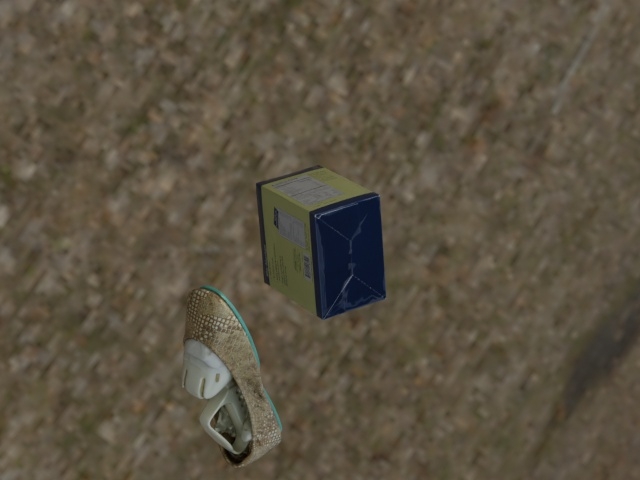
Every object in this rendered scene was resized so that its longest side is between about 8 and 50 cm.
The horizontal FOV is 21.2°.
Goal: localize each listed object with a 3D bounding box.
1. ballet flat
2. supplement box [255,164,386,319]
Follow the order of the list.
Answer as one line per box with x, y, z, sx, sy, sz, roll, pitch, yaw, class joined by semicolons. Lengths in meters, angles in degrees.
-0.087;0.133;1.551;0.067;0.073;0.206;-47;134;-29;ballet flat
0.000;0.000;1.236;0.056;0.083;0.083;-17;116;-28;supplement box
